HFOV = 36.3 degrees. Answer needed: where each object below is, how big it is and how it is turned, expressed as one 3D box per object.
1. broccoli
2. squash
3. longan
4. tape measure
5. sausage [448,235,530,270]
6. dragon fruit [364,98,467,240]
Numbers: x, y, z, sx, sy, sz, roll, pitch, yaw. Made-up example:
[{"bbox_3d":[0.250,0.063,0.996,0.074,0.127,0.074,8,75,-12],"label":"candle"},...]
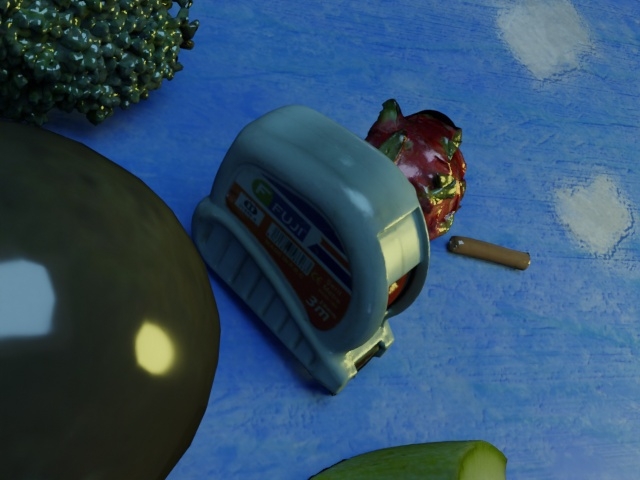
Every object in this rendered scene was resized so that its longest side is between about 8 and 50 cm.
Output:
[{"bbox_3d":[-0.266,-0.295,0.996,0.334,0.324,0.272,-13,56,-48],"label":"broccoli"},{"bbox_3d":[0.086,0.293,0.988,0.204,0.155,0.236,54,33,-41],"label":"squash"},{"bbox_3d":[-0.272,0.078,0.711,0.405,0.404,0.336,-6,99,-33],"label":"longan"},{"bbox_3d":[-0.001,0.001,0.998,0.243,0.246,0.125,44,44,11],"label":"tape measure"},{"bbox_3d":[0.214,0.015,1.245,0.116,0.026,0.026,13,54,-22],"label":"sausage"},{"bbox_3d":[0.084,-0.071,1.144,0.172,0.160,0.166,-43,109,-42],"label":"dragon fruit"}]
